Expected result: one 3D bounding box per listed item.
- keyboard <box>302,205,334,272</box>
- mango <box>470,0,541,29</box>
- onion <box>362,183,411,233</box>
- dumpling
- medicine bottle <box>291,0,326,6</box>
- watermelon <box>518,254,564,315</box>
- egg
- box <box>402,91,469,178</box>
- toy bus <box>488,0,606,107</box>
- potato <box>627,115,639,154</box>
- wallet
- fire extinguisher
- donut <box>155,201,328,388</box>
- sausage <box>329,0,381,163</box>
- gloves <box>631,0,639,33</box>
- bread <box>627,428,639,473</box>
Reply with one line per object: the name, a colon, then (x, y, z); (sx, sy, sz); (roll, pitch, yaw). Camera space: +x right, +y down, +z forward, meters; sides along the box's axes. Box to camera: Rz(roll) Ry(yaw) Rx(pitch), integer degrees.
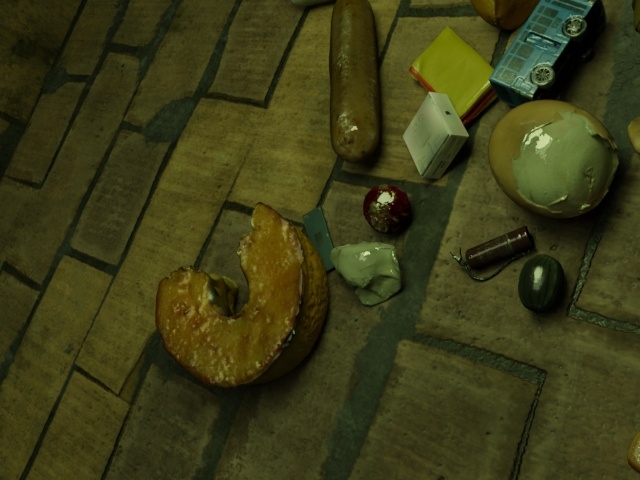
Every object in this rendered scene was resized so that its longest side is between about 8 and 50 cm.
keyboard: (0.000, 0.000, 1.665); (0.055, 0.014, 0.176); (-33, 52, 22)
mango: (0.368, -0.562, 1.469); (0.187, 0.257, 0.138); (-54, 47, 6)
onion: (0.143, -0.068, 1.533); (0.107, 0.097, 0.107); (4, 104, 17)
dumpling: (0.098, 0.071, 1.513); (0.169, 0.100, 0.134); (-6, 103, 19)
medicine bottle: (0.031, -0.713, 1.894); (0.258, 0.143, 0.144); (2, 71, 38)
watermelon: (0.392, 0.079, 1.270); (0.078, 0.078, 0.111); (2, 72, 39)
egg: (0.407, -0.153, 1.287); (0.201, 0.201, 0.244); (-50, 35, 9)
box: (0.240, -0.222, 1.512); (0.130, 0.051, 0.129); (-59, 38, 44)
toy bus: (0.446, -0.373, 1.403); (0.133, 0.116, 0.234); (34, 91, 34)
potato: (0.578, -0.184, 1.255); (0.068, 0.062, 0.083); (-20, 66, -6)
wallet: (0.299, -0.358, 1.568); (0.141, 0.067, 0.241); (-46, 44, 19)
fire extinguisher: (0.332, 0.028, 1.367); (0.157, 0.045, 0.078); (-25, 78, 27)
donut: (-0.164, 0.156, 1.622); (0.435, 0.163, 0.378); (-29, 59, 25)
sausage: (0.080, -0.398, 1.711); (0.123, 0.136, 0.501); (-6, 62, 12)
gloves: (0.630, -0.419, 1.267); (0.141, 0.154, 0.331); (-11, 70, 33)
bread: (0.554, 0.326, 1.020); (0.200, 0.077, 0.116); (30, 91, 45)
